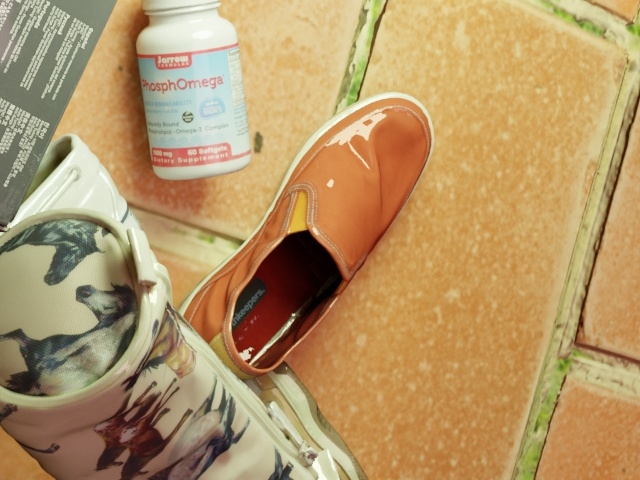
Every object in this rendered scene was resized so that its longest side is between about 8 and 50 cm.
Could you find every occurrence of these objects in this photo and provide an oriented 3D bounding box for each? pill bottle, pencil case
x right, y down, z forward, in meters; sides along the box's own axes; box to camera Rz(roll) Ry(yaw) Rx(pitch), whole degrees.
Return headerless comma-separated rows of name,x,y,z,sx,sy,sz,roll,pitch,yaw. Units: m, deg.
pill bottle,-0.109,-0.136,1.587,0.087,0.087,0.160,-14,104,-31
pencil case,-0.131,0.131,1.471,0.184,0.160,0.410,-29,146,2

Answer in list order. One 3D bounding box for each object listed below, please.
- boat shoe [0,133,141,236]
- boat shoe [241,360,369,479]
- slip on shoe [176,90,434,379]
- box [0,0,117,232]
boat shoe,-0.306,0.030,1.451,0.367,0.136,0.156,-38,116,-27
boat shoe,-0.019,0.193,1.714,0.072,0.068,0.190,-38,106,-10
slip on shoe,0.000,0.000,1.671,0.331,0.101,0.123,-49,118,-20
box,-0.244,-0.215,1.349,0.097,0.318,0.394,29,80,-33
